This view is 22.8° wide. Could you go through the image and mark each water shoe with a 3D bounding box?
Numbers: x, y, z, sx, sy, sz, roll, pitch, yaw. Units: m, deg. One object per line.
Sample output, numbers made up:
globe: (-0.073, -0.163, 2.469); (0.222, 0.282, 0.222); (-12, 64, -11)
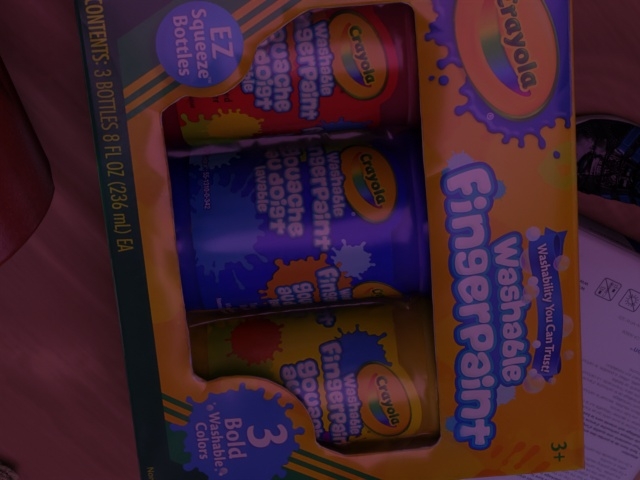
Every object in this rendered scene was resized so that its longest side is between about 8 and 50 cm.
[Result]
water shoe: (0.294, -0.063, 1.428); (0.203, 0.080, 0.073); (7, 112, -16)

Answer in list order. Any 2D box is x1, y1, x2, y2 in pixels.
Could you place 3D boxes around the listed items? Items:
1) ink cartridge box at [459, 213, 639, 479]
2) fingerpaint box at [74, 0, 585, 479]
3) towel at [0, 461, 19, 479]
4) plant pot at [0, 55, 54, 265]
ink cartridge box: (0.182, 0.126, 1.497); (0.324, 0.071, 0.330); (24, 110, -20)
fingerpaint box: (0.017, -0.024, 1.288); (0.371, 0.163, 0.445); (-4, 111, 0)
towel: (-0.361, 0.224, 1.440); (0.148, 0.027, 0.110); (29, 106, -24)
plant pot: (-0.345, -0.102, 1.179); (0.272, 0.272, 0.265); (-25, 125, -1)
